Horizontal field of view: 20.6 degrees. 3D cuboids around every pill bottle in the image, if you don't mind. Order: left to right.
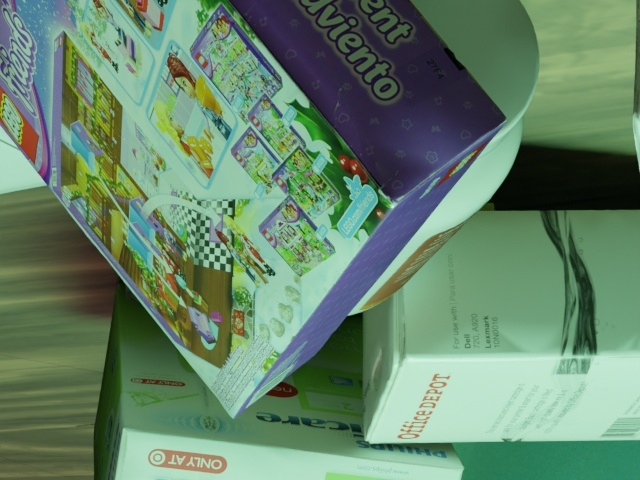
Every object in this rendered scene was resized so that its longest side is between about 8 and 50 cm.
[{"bbox_3d":[0.022,-0.047,0.810,0.121,0.121,0.216,9,161,-11],"label":"pill bottle"}]

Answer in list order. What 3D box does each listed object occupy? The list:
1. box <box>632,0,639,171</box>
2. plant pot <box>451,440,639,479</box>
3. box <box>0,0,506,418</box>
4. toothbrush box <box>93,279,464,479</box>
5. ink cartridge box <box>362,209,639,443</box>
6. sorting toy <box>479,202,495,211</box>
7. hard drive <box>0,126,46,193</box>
[{"bbox_3d":[0.226,-0.078,0.674,0.203,0.114,0.103,0,159,13],"label":"box"},{"bbox_3d":[0.177,0.146,1.288,0.234,0.165,0.165,4,162,24],"label":"plant pot"},{"bbox_3d":[-0.051,-0.054,0.703,0.057,0.201,0.293,-37,173,-22],"label":"box"},{"bbox_3d":[-0.041,0.135,1.160,0.206,0.122,0.283,8,-164,-9],"label":"toothbrush box"},{"bbox_3d":[0.138,0.051,0.990,0.219,0.092,0.160,0,157,-6],"label":"ink cartridge box"},{"bbox_3d":[0.000,0.000,1.062,0.274,0.046,0.132,-11,156,32],"label":"sorting toy"},{"bbox_3d":[-0.305,-0.068,0.946,0.353,0.047,0.233,-8,158,33],"label":"hard drive"}]
